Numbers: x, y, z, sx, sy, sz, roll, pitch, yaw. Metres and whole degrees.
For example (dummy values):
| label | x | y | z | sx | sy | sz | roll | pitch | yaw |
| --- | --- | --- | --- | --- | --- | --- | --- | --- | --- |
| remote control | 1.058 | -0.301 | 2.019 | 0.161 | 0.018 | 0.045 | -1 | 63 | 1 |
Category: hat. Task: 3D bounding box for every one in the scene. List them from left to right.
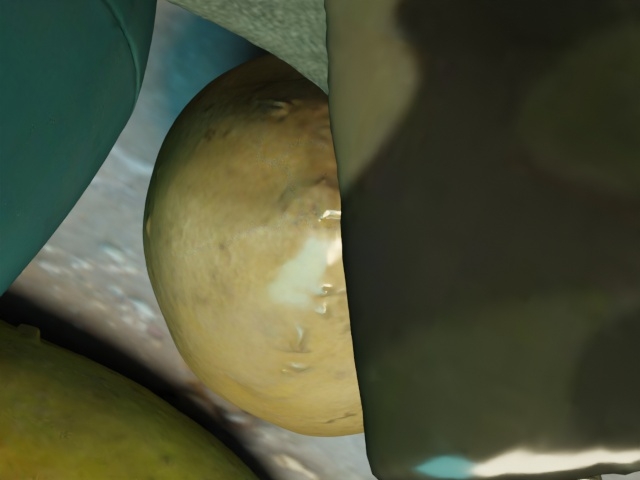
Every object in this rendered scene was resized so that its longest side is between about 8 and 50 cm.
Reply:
| label | x | y | z | sx | sy | sz | roll | pitch | yaw |
| --- | --- | --- | --- | --- | --- | --- | --- | --- | --- |
| hat | 0.207 | -0.051 | 0.287 | 0.382 | 0.257 | 0.366 | 19 | 146 | -38 |

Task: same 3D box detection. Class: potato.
| label | x | y | z | sx | sy | sz | roll | pitch | yaw |
| --- | --- | --- | --- | --- | --- | --- | --- | --- | --- |
| potato | -0.141 | 0.105 | 0.747 | 0.298 | 0.141 | 0.176 | 28 | 155 | 3 |
| potato | -0.001 | 0.002 | 0.548 | 0.112 | 0.112 | 0.147 | 22 | 153 | 10 |

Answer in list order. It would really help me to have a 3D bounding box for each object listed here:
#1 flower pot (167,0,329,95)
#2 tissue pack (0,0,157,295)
| label | x | y | z | sx | sy | sz | roll | pitch | yaw |
| --- | --- | --- | --- | --- | --- | --- | --- | --- | --- |
| flower pot | 0.064 | -0.058 | 0.418 | 0.229 | 0.103 | 0.108 | 38 | 146 | -15 |
| tissue pack | -0.185 | -0.095 | 0.475 | 0.287 | 0.206 | 0.198 | 40 | 136 | -18 |
